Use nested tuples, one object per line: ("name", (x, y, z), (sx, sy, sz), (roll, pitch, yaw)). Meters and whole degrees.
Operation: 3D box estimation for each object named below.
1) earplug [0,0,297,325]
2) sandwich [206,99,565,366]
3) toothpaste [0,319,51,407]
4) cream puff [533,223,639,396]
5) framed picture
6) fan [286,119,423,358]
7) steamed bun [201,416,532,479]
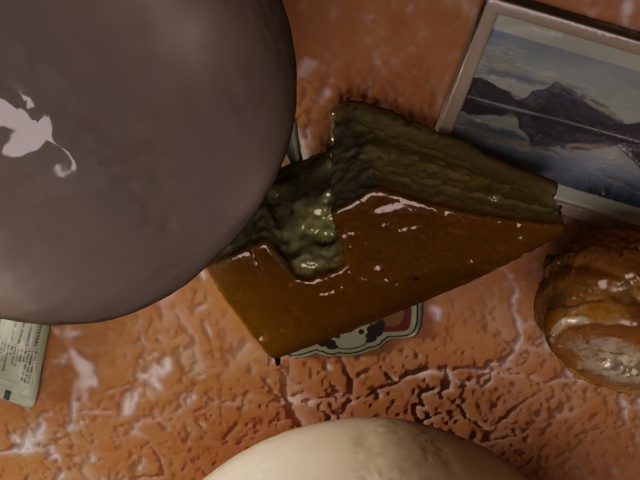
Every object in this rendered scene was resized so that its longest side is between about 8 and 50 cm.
("earplug", (-0.201, -0.137, 0.945), (0.313, 0.312, 0.394), (-36, 118, 22))
("sandwich", (0.038, -0.017, 1.101), (0.236, 0.122, 0.128), (-23, 123, 14))
("toothpaste", (-0.221, 0.051, 1.223), (0.048, 0.029, 0.197), (18, 125, -5))
("cream puff", (0.221, 0.045, 1.148), (0.126, 0.103, 0.144), (-12, 143, 39))
("framed picture", (0.188, -0.082, 1.125), (0.203, 0.015, 0.150), (16, 123, -7))
("fan", (0.000, 0.000, 1.191), (0.132, 0.009, 0.220), (-13, 122, 8))
("steamed bun", (0.040, 0.290, 1.235), (0.374, 0.241, 0.374), (4, 126, 5))
